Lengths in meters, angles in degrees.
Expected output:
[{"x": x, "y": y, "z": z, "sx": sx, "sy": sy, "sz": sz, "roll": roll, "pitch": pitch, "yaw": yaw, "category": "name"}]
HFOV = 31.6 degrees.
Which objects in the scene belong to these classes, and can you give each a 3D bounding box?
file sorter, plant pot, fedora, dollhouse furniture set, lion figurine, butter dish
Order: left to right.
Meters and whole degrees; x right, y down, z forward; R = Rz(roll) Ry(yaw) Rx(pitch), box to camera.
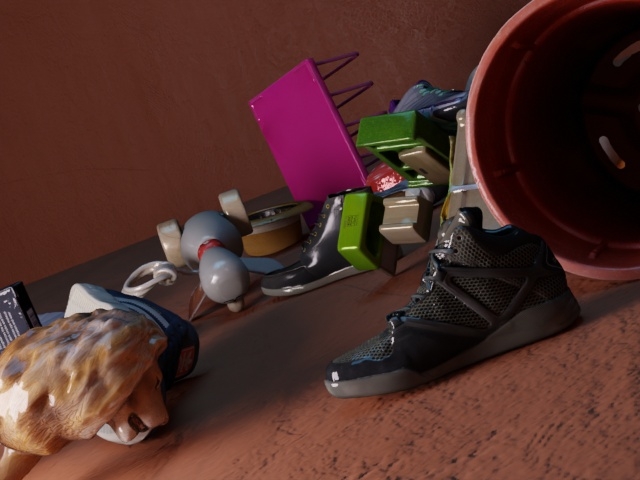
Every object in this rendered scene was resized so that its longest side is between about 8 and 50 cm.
[{"x": -0.323, "y": 0.167, "z": 1.143, "sx": 0.392, "sy": 0.142, "sz": 0.240, "roll": -3, "pitch": 42, "yaw": 48, "category": "lion figurine"}, {"x": -0.098, "y": -0.019, "z": 2.206, "sx": 0.194, "sy": 0.079, "sz": 0.194, "roll": -16, "pitch": 9, "yaw": 2, "category": "fedora"}, {"x": 0.034, "y": -0.208, "z": 2.285, "sx": 0.182, "sy": 0.291, "sz": 0.202, "roll": -23, "pitch": -3, "yaw": -44, "category": "file sorter"}, {"x": 0.144, "y": -0.120, "z": 2.071, "sx": 0.159, "sy": 0.118, "sz": 0.160, "roll": -18, "pitch": 8, "yaw": 21, "category": "butter dish"}, {"x": 0.194, "y": -0.051, "z": 1.388, "sx": 0.301, "sy": 0.198, "sz": 0.151, "roll": -4, "pitch": -22, "yaw": 35, "category": "dollhouse furniture set"}, {"x": 0.319, "y": -0.119, "z": 1.117, "sx": 0.272, "sy": 0.273, "sz": 0.265, "roll": -18, "pitch": 0, "yaw": 31, "category": "plant pot"}]

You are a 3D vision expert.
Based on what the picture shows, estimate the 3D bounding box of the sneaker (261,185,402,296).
[{"x": 0.000, "y": 0.000, "z": 1.634, "sx": 0.222, "sy": 0.118, "sz": 0.083, "roll": -19, "pitch": 8, "yaw": 21, "category": "sneaker"}]

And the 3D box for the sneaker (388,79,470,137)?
[{"x": 0.148, "y": -0.181, "z": 1.501, "sx": 0.083, "sy": 0.098, "sz": 0.223, "roll": 11, "pitch": -17, "yaw": -29, "category": "sneaker"}]

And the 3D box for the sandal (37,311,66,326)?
[{"x": -0.579, "y": 0.191, "z": 2.179, "sx": 0.265, "sy": 0.076, "sz": 0.102, "roll": 0, "pitch": 26, "yaw": 7, "category": "sandal"}]

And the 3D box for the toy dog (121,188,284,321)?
[{"x": -0.163, "y": 0.050, "z": 1.811, "sx": 0.220, "sy": 0.161, "sz": 0.334, "roll": -17, "pitch": 23, "yaw": 16, "category": "toy dog"}]

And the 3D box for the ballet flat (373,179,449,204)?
[{"x": 0.130, "y": -0.058, "z": 1.917, "sx": 0.203, "sy": 0.074, "sz": 0.074, "roll": -16, "pitch": 8, "yaw": 2, "category": "ballet flat"}]

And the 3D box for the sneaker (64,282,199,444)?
[{"x": -0.197, "y": 0.136, "z": 1.295, "sx": 0.148, "sy": 0.131, "sz": 0.350, "roll": 16, "pitch": 10, "yaw": -24, "category": "sneaker"}]

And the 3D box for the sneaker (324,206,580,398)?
[{"x": 0.096, "y": 0.050, "z": 0.975, "sx": 0.227, "sy": 0.130, "sz": 0.087, "roll": -24, "pitch": 5, "yaw": 5, "category": "sneaker"}]

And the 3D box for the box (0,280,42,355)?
[{"x": -0.529, "y": 0.168, "z": 1.825, "sx": 0.158, "sy": 0.156, "sz": 0.093, "roll": -23, "pitch": 7, "yaw": -2, "category": "box"}]

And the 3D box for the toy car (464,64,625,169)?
[{"x": 0.334, "y": -0.160, "z": 1.579, "sx": 0.237, "sy": 0.210, "sz": 0.219, "roll": 0, "pitch": 29, "yaw": 38, "category": "toy car"}]
